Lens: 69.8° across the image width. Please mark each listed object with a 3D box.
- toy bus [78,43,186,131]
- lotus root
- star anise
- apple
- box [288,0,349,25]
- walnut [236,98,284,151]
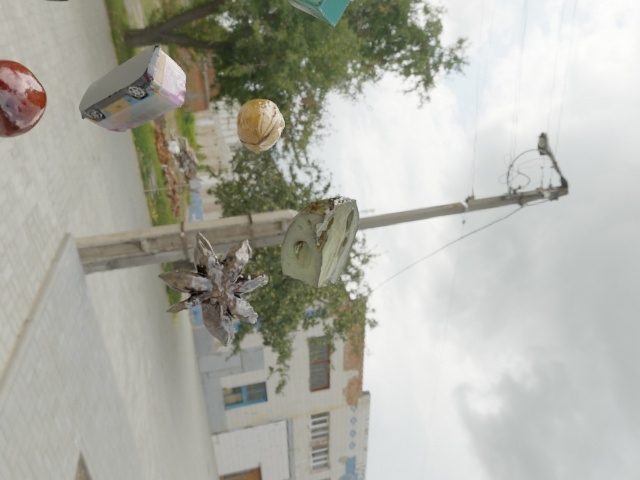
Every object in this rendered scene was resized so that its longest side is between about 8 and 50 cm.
[{"bbox_3d":[-0.628,-0.481,1.538,0.162,0.386,0.171,38,49,-47],"label":"toy bus"},{"bbox_3d":[-0.005,-0.002,1.329,0.142,0.210,0.314,32,-57,27],"label":"lotus root"},{"bbox_3d":[-0.189,0.083,0.882,0.197,0.212,0.073,-59,-157,-15],"label":"star anise"},{"bbox_3d":[-0.912,-0.406,1.310,0.218,0.218,0.201,97,-3,-51],"label":"apple"},{"bbox_3d":[0.027,-0.673,1.109,0.153,0.245,0.092,39,12,24],"label":"box"},{"bbox_3d":[-0.182,-0.342,1.359,0.144,0.144,0.180,95,2,-47],"label":"walnut"}]
